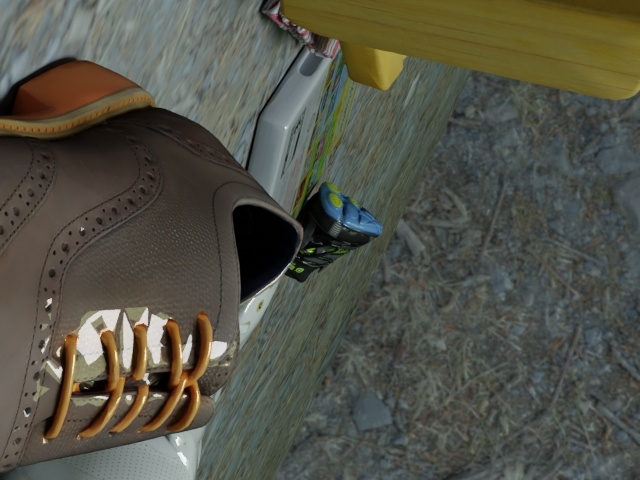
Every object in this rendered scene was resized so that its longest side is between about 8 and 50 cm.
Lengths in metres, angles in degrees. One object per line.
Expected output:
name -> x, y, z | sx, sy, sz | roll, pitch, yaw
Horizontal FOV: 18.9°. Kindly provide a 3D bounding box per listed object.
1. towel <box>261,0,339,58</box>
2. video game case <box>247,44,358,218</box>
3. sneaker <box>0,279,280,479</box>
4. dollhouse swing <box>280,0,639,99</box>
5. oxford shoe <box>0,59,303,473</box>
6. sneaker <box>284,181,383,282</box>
towel -> 0.012, -0.197, 1.271 | 0.197, 0.029, 0.144 | 1, 111, -83
video game case -> -0.013, -0.086, 1.491 | 0.227, 0.026, 0.206 | 106, 12, -52
sneaker -> -0.097, 0.069, 1.092 | 0.292, 0.108, 0.169 | -86, -162, -80
dollhouse swing -> 0.161, -0.238, 1.133 | 0.346, 0.315, 0.305 | -69, 154, -13
oxford shoe -> -0.099, 0.025, 0.718 | 0.130, 0.133, 0.363 | -68, 173, 26
sneaker -> 0.000, 0.000, 1.641 | 0.078, 0.067, 0.188 | -53, -174, -13
